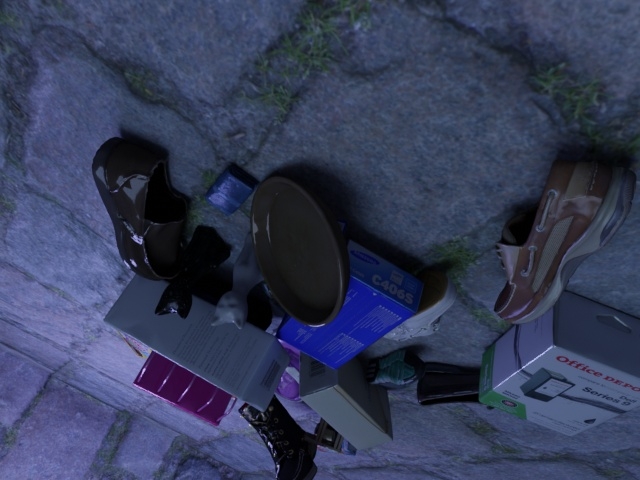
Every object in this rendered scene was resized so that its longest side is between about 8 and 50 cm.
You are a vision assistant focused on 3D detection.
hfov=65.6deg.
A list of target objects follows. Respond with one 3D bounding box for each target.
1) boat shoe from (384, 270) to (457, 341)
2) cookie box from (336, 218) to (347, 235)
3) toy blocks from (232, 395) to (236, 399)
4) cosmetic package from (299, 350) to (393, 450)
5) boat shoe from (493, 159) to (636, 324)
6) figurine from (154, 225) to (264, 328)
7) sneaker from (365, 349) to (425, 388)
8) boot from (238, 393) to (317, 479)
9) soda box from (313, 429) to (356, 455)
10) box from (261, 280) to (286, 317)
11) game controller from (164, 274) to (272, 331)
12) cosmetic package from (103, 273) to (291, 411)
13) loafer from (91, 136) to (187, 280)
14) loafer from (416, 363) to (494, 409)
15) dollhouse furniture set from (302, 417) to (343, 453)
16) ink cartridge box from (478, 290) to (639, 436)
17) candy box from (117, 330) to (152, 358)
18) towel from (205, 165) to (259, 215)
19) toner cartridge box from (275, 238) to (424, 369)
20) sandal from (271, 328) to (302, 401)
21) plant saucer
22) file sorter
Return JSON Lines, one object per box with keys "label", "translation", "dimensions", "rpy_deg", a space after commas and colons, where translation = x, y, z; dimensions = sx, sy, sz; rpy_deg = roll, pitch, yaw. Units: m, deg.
{"label": "boat shoe", "translation": [0.200, 0.140, 0.981], "dimensions": [0.096, 0.098, 0.277], "rpy_deg": [28, 152, -8]}
{"label": "cookie box", "translation": [0.000, 0.000, 0.952], "dimensions": [0.092, 0.040, 0.107], "rpy_deg": [16, 144, 9]}
{"label": "toy blocks", "translation": [-0.287, 0.526, 1.752], "dimensions": [0.123, 0.054, 0.148], "rpy_deg": [-10, 133, 37]}
{"label": "cosmetic package", "translation": [0.069, 0.399, 1.294], "dimensions": [0.113, 0.160, 0.309], "rpy_deg": [-25, 128, 19]}
{"label": "boat shoe", "translation": [0.322, 0.005, 0.734], "dimensions": [0.116, 0.123, 0.324], "rpy_deg": [24, 138, 11]}
{"label": "figurine", "translation": [-0.210, 0.083, 1.025], "dimensions": [0.215, 0.209, 0.092], "rpy_deg": [7, 141, 21]}
{"label": "sneaker", "translation": [0.208, 0.327, 1.232], "dimensions": [0.098, 0.083, 0.224], "rpy_deg": [24, 156, -19]}
{"label": "boot", "translation": [-0.140, 0.625, 1.566], "dimensions": [0.284, 0.138, 0.377], "rpy_deg": [51, -174, 2]}
{"label": "soda box", "translation": [0.051, 0.750, 1.844], "dimensions": [0.183, 0.063, 0.058], "rpy_deg": [-14, 131, 39]}
{"label": "box", "translation": [-0.009, 0.130, 1.114], "dimensions": [0.233, 0.044, 0.159], "rpy_deg": [8, 140, 20]}
{"label": "game controller", "translation": [-0.272, 0.146, 1.259], "dimensions": [0.319, 0.067, 0.166], "rpy_deg": [27, 144, -4]}
{"label": "cosmetic package", "translation": [-0.281, 0.235, 1.174], "dimensions": [0.385, 0.156, 0.217], "rpy_deg": [21, 159, 18]}
{"label": "loafer", "translation": [-0.339, -0.035, 1.010], "dimensions": [0.130, 0.134, 0.366], "rpy_deg": [13, 143, 14]}
{"label": "loafer", "translation": [0.372, 0.358, 1.154], "dimensions": [0.303, 0.095, 0.109], "rpy_deg": [-2, 137, 30]}
{"label": "dollhouse furniture set", "translation": [0.030, 0.600, 1.649], "dimensions": [0.129, 0.129, 0.183], "rpy_deg": [19, 173, 7]}
{"label": "ink cartridge box", "translation": [0.461, 0.242, 0.939], "dimensions": [0.211, 0.121, 0.289], "rpy_deg": [20, 143, 3]}
{"label": "candy box", "translation": [-0.643, 0.365, 1.765], "dimensions": [0.105, 0.027, 0.206], "rpy_deg": [8, 141, 14]}
{"label": "towel", "translation": [-0.169, -0.093, 0.936], "dimensions": [0.067, 0.029, 0.119], "rpy_deg": [35, 143, -16]}
{"label": "toner cartridge box", "translation": [0.043, 0.146, 1.006], "dimensions": [0.165, 0.075, 0.348], "rpy_deg": [29, 142, -7]}
{"label": "sandal", "translation": [-0.077, 0.392, 1.430], "dimensions": [0.169, 0.102, 0.416], "rpy_deg": [15, 141, 8]}
{"label": "plant saucer", "translation": [-0.038, 0.018, 0.884], "dimensions": [0.278, 0.041, 0.277], "rpy_deg": [29, 128, 44]}
{"label": "file sorter", "translation": [-0.375, 0.390, 1.507], "dimensions": [0.291, 0.202, 0.182], "rpy_deg": [30, 142, -9]}
